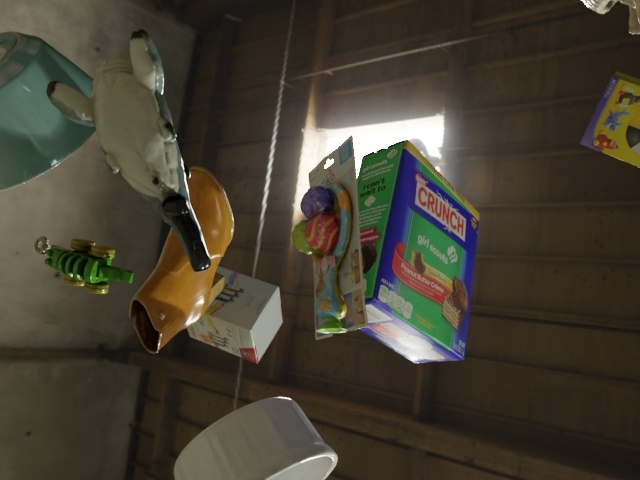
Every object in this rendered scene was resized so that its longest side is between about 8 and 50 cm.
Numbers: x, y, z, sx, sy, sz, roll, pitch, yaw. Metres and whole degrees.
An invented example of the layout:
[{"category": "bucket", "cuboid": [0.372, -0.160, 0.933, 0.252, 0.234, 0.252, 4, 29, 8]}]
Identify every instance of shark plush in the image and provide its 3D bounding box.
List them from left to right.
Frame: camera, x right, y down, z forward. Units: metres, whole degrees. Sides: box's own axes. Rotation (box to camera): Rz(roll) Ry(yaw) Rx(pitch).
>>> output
[{"category": "shark plush", "cuboid": [-0.097, -0.060, 0.374, 0.073, 0.067, 0.161, -39, -107, 3]}]

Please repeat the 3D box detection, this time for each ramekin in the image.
[{"category": "ramekin", "cuboid": [-0.120, 0.400, 1.046, 0.277, 0.277, 0.135, -50, -123, 22]}]

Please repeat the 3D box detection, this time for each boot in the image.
[{"category": "boot", "cuboid": [-0.247, 0.039, 1.032, 0.104, 0.211, 0.295, 16, -56, 20]}]

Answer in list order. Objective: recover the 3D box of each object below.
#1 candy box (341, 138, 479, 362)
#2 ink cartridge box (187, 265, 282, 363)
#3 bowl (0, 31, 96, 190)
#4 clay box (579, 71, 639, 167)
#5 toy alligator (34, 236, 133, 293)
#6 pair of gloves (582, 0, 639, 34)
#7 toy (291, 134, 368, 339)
[{"category": "candy box", "cuboid": [0.166, 0.027, 1.087, 0.122, 0.268, 0.317, -15, -128, 42]}, {"category": "ink cartridge box", "cuboid": [-0.189, 0.154, 1.275, 0.176, 0.128, 0.127, 17, -130, 18]}, {"category": "bowl", "cuboid": [-0.550, -0.244, 1.036, 0.311, 0.163, 0.312, -13, -135, 13]}, {"category": "clay box", "cuboid": [0.573, -0.182, 0.996, 0.222, 0.053, 0.128, 29, -53, 22]}, {"category": "toy alligator", "cuboid": [-0.316, 0.025, 0.745, 0.189, 0.051, 0.056, 14, -86, 28]}, {"category": "pair of gloves", "cuboid": [0.170, -0.204, 0.322, 0.042, 0.240, 0.204, -28, -80, 10]}, {"category": "toy", "cuboid": [0.000, 0.000, 0.754, 0.137, 0.056, 0.238, -31, -118, 59]}]
